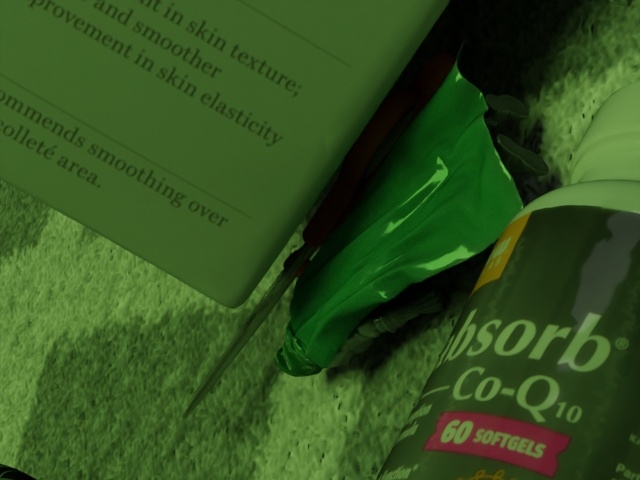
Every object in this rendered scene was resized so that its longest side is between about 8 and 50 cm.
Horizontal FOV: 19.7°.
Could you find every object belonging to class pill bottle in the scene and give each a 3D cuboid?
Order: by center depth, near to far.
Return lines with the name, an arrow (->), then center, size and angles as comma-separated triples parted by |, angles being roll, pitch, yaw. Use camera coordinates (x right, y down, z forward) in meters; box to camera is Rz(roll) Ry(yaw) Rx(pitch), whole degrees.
pill bottle -> 0.124, 0.077, 0.769 | 0.162, 0.162, 0.278 | -16, 40, 55

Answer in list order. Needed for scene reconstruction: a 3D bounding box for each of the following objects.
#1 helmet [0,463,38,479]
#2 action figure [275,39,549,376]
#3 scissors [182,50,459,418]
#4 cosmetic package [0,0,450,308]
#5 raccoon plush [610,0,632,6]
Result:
helmet -> -0.252, 0.239, 1.330 | 0.169, 0.161, 0.169 | -40, 38, 40
action figure -> 0.043, 0.007, 1.108 | 0.232, 0.063, 0.137 | -47, 35, 33
scissors -> 0.000, 0.000, 1.199 | 0.297, 0.021, 0.109 | -58, -8, 32
cosmetic package -> -0.082, -0.242, 1.159 | 0.394, 0.329, 0.327 | -55, 13, 18
raccoon plush -> 0.194, -0.123, 0.610 | 0.446, 0.299, 0.216 | -1, 73, 41
